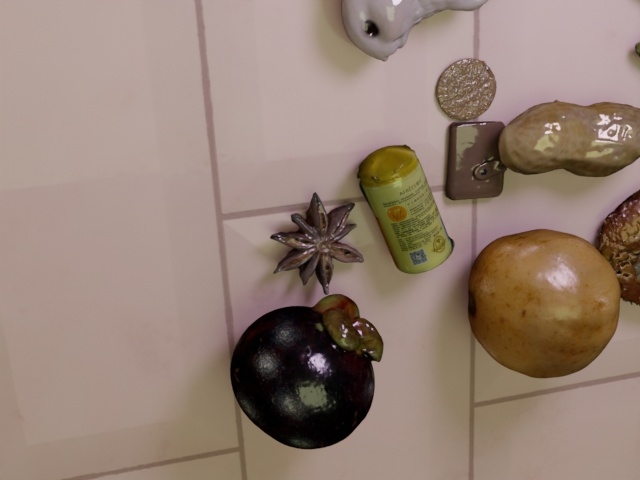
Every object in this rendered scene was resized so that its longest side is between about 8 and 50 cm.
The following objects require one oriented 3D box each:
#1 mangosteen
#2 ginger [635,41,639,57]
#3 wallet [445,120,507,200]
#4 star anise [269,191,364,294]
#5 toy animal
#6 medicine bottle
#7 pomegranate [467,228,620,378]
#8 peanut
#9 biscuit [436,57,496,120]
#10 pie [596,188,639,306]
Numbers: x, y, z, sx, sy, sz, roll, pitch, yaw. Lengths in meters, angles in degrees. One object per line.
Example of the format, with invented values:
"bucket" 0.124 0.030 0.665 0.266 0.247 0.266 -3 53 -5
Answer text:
"mangosteen" -0.020 0.237 1.706 0.288 0.288 0.288 -5 112 -13
"ginger" 0.657 -0.406 1.742 0.137 0.089 0.290 -5 117 7
"wallet" 0.297 -0.151 1.769 0.118 0.039 0.153 -6 111 -11
"star anise" 0.000 0.000 1.735 0.195 0.065 0.182 25 98 -24
"toy animal" 0.178 -0.468 1.544 0.357 0.194 0.258 -31 125 7
"medicine bottle" 0.154 -0.062 1.722 0.124 0.124 0.239 -27 114 -3
"pomegranate" 0.418 0.115 1.784 0.307 0.307 0.307 -5 112 -13
"peanut" 0.476 -0.190 1.744 0.313 0.149 0.149 -2 111 -20
"biscuit" 0.270 -0.279 1.723 0.120 0.015 0.120 -5 113 -12
"pie" 0.701 0.017 1.917 0.308 0.085 0.308 -4 114 -9
